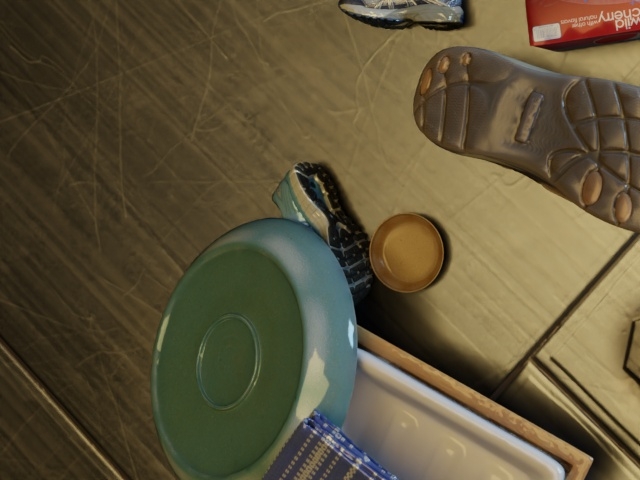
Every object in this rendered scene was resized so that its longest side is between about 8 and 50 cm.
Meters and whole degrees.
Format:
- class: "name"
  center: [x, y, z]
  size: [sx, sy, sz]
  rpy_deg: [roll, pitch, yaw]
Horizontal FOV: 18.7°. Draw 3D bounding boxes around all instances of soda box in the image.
- class: "soda box"
  center: [0.333, -0.242, 1.869]
  size: [0.263, 0.092, 0.083]
  rpy_deg: [-6, 88, 25]

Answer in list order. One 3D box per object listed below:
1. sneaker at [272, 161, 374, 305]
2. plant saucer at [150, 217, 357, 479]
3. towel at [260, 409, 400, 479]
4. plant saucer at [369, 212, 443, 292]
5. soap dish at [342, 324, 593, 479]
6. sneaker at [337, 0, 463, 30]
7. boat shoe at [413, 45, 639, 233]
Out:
- class: "sneaker"
  center: [0.000, 0.000, 2.058]
  size: [0.073, 0.063, 0.162]
  rpy_deg: [-36, 73, 40]
- class: "plant saucer"
  center: [-0.084, 0.129, 2.025]
  size: [0.317, 0.043, 0.317]
  rpy_deg: [-14, 70, 46]
- class: "towel"
  center: [0.066, 0.350, 1.910]
  size: [0.336, 0.040, 0.243]
  rpy_deg: [38, 119, 12]
- class: "plant saucer"
  center: [0.092, 0.013, 2.030]
  size: [0.083, 0.015, 0.083]
  rpy_deg: [0, 91, 24]
- class: "soap dish"
  center: [0.111, 0.246, 1.972]
  size: [0.291, 0.118, 0.229]
  rpy_deg: [29, 103, 21]
- class: "sneaker"
  center: [0.085, -0.250, 2.012]
  size: [0.135, 0.052, 0.058]
  rpy_deg: [5, 84, 17]
- class: "boat shoe"
  center: [0.263, -0.098, 1.888]
  size: [0.355, 0.130, 0.132]
  rpy_deg: [28, 99, 27]
